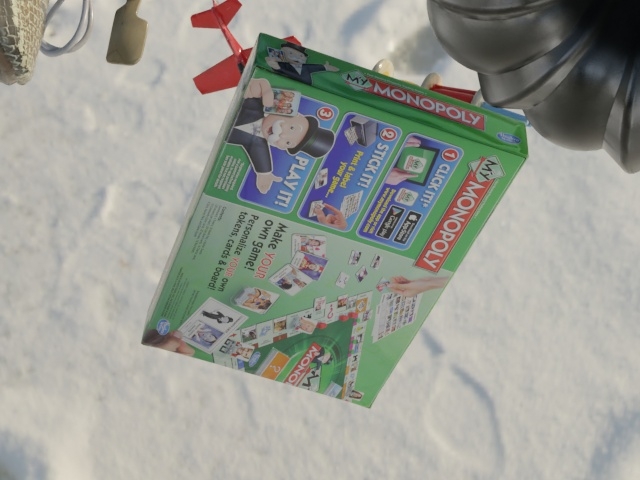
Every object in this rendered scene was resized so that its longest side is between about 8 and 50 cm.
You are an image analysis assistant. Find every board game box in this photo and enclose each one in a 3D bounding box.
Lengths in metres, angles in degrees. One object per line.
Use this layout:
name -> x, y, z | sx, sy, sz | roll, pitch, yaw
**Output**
board game box -> 0.000, 0.000, 1.067 | 0.213, 0.317, 0.046 | 17, 42, -12

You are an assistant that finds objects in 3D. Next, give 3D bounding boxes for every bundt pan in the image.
bundt pan -> 0.192, -0.158, 0.765 | 0.330, 0.331, 0.124 | 17, 57, 19

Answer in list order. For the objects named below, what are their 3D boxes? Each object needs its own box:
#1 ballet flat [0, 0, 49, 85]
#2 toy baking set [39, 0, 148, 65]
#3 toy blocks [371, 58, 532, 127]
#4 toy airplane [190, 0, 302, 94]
ballet flat -> -0.304, -0.293, 1.005 | 0.182, 0.164, 0.483 | -39, 54, -18
toy baking set -> -0.224, -0.268, 1.213 | 0.256, 0.030, 0.197 | 36, 76, 12
toy blocks -> 0.125, -0.109, 1.206 | 0.148, 0.123, 0.054 | 19, 83, 23
toy airplane -> -0.098, -0.229, 1.593 | 0.151, 0.151, 0.028 | 9, 25, 12
